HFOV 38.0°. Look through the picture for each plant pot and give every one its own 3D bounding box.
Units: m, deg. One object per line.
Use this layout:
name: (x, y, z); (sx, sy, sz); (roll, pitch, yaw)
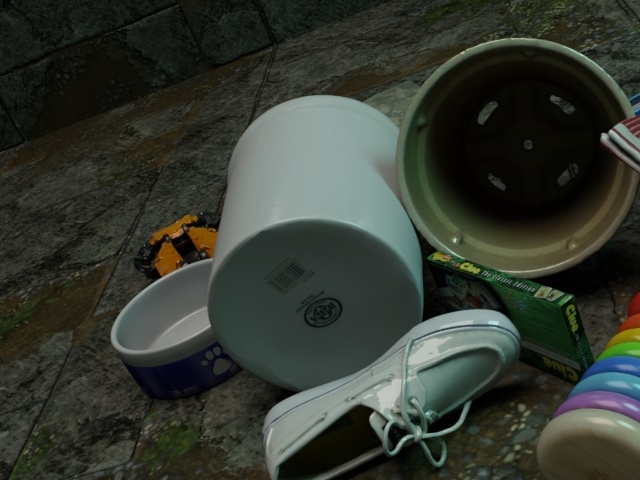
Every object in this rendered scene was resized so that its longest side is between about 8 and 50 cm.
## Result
plant pot: (0.308, -0.133, 1.419); (0.334, 0.333, 0.305); (-16, 5, 18)

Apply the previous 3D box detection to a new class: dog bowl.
dog bowl: (-0.219, 0.146, 1.596); (0.265, 0.104, 0.265); (-20, 26, 10)

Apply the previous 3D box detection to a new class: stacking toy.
stacking toy: (0.359, 0.155, 1.057); (0.141, 0.141, 0.330); (-5, 28, 35)

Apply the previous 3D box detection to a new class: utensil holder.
utensil holder: (0.000, 0.000, 1.441); (0.328, 0.327, 0.385); (-19, 30, 13)

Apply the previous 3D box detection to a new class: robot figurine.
robot figurine: (-0.259, 0.036, 1.856); (0.211, 0.085, 0.291); (-29, 27, -9)

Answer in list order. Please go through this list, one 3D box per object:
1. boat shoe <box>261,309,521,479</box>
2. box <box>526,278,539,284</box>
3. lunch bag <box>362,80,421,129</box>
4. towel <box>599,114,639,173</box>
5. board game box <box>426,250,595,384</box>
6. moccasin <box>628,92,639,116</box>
boat shoe: (0.091, 0.218, 1.160); (0.367, 0.135, 0.156); (-25, 26, 8)
box: (0.269, 0.083, 1.344); (0.083, 0.052, 0.062); (-39, 30, -23)
lunch bag: (0.125, -0.174, 1.815); (0.287, 0.168, 0.235); (-26, 26, -12)
towel: (0.515, -0.085, 1.187); (0.329, 0.037, 0.237); (-18, 57, -45)
board game box: (0.249, 0.100, 1.237); (0.030, 0.136, 0.260); (-33, 27, -22)
moccasin: (0.584, -0.230, 1.555); (0.342, 0.137, 0.117); (-18, 23, 13)
